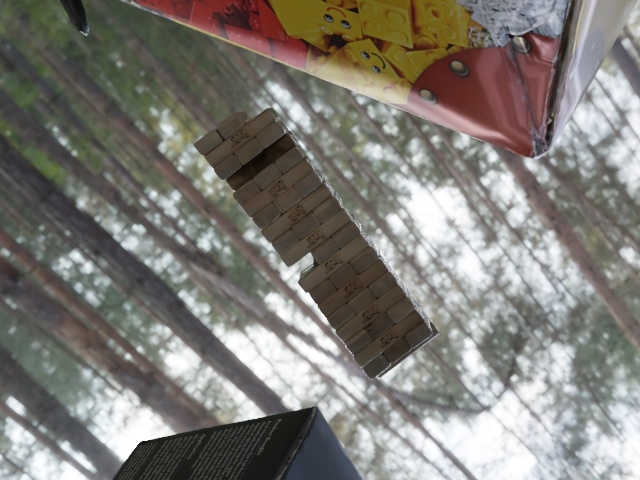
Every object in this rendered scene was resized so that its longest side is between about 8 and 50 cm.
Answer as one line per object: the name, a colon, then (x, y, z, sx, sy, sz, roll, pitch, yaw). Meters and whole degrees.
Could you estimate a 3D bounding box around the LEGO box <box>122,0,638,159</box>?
LEGO box: (0.044, -0.330, 0.551, 0.372, 0.193, 0.500, 24, -120, 18)

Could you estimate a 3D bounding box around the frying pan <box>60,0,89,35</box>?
frying pan: (-0.270, -0.363, 1.029, 0.053, 0.326, 0.197, -30, 165, -21)

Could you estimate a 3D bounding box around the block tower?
block tower: (0.000, 0.000, 1.290, 0.091, 0.335, 0.097, -37, -175, 7)

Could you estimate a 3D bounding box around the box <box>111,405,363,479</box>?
box: (-0.065, 0.243, 0.974, 0.207, 0.153, 0.108, -15, -155, 31)
